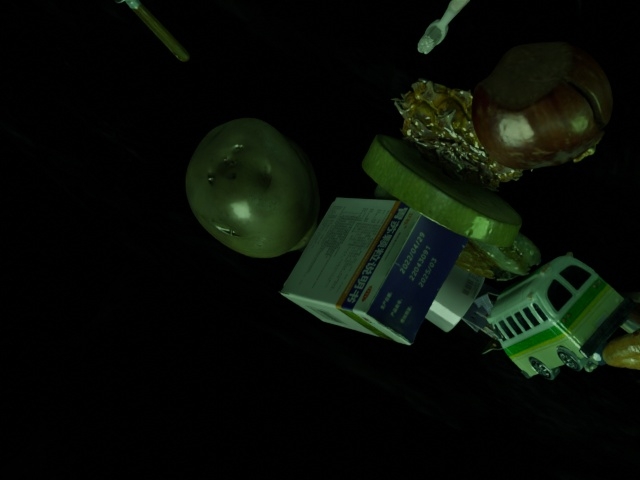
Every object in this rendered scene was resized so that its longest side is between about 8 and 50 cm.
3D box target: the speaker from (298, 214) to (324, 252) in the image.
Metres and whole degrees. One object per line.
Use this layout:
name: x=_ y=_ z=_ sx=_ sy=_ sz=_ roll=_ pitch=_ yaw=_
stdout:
speaker: x=0.000 y=0.000 z=2.472 sx=0.082 sy=0.044 sz=0.218 roll=33 pitch=166 yaw=-7

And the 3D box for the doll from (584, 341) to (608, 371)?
doll: x=0.504 y=0.202 z=2.103 sx=0.076 sy=0.050 sz=0.083 roll=50 pitch=167 yaw=1

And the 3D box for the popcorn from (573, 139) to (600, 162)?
popcorn: x=0.296 y=-0.133 z=1.341 sx=0.057 sy=0.083 sz=0.082 roll=-16 pitch=113 yaw=36

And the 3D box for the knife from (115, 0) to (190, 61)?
knife: x=-0.327 y=-0.400 z=1.826 sx=0.061 sy=0.027 sz=0.343 roll=23 pitch=164 yaw=44

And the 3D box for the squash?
squash: x=0.182 y=-0.071 z=1.632 sx=0.252 sy=0.049 sz=0.252 roll=26 pitch=-165 yaw=-7

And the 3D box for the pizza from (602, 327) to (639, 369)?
pizza: x=0.543 y=0.160 z=1.755 sx=0.127 sy=0.058 sz=0.246 roll=22 pitch=158 yaw=-27

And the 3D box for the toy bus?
toy bus: x=0.386 y=0.127 z=1.887 sx=0.165 sy=0.133 sz=0.276 roll=46 pitch=162 yaw=2

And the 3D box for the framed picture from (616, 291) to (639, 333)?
framed picture: x=0.576 y=0.156 z=1.865 sx=0.250 sy=0.016 sz=0.184 roll=37 pitch=164 yaw=-18

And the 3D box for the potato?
potato: x=-0.121 y=-0.090 z=2.054 sx=0.243 sy=0.221 sz=0.326 roll=20 pitch=168 yaw=6

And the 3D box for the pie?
pie: x=0.222 y=-0.021 z=1.882 sx=0.302 sy=0.067 sz=0.302 roll=31 pitch=170 yaw=6

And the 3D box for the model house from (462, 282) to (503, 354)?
model house: x=0.324 y=0.142 z=2.149 sx=0.088 sy=0.117 sz=0.167 roll=35 pitch=169 yaw=-1

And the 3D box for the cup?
cup: x=0.220 y=0.066 z=2.128 sx=0.142 sy=0.173 sz=0.134 roll=33 pitch=135 yaw=-1

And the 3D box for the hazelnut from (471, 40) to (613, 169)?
hazelnut: x=0.245 y=-0.147 z=1.254 sx=0.143 sy=0.154 sz=0.143 roll=58 pitch=-177 yaw=-5

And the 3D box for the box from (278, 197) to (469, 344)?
box: x=0.081 y=0.041 z=1.833 sx=0.106 sy=0.200 sz=0.299 roll=36 pitch=167 yaw=-26

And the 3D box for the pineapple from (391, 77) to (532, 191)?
pineapple: x=0.192 y=-0.136 z=1.551 sx=0.225 sy=0.076 sz=0.225 roll=31 pitch=166 yaw=9

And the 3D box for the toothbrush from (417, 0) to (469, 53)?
toothbrush: x=0.157 y=-0.270 z=1.257 sx=0.025 sy=0.029 sz=0.307 roll=39 pitch=165 yaw=-1
